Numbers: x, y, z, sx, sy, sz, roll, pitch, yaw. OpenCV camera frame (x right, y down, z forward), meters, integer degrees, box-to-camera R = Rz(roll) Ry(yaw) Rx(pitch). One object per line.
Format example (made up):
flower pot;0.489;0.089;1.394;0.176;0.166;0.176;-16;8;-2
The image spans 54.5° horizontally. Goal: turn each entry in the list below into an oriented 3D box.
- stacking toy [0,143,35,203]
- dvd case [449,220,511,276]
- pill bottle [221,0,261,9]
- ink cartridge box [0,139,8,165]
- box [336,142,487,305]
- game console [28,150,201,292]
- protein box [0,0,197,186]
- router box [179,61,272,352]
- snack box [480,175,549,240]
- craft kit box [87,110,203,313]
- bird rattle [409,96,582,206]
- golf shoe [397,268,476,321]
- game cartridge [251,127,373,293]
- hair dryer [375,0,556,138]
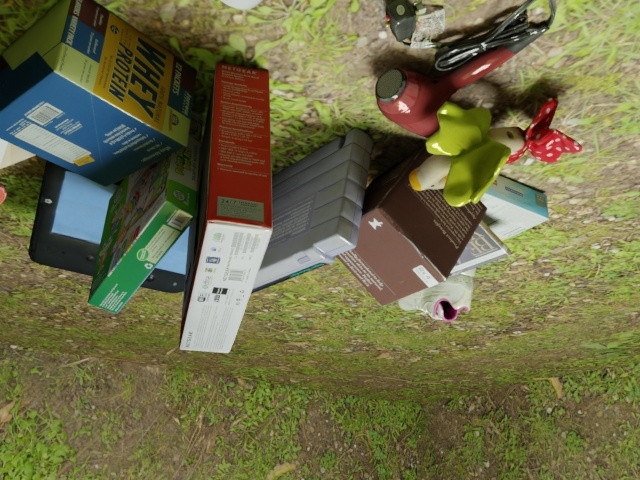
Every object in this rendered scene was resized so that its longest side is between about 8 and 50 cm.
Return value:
stacking toy;-0.668;-0.176;1.053;0.280;0.130;0.309;-34;149;11
dvd case;0.238;-0.024;1.212;0.221;0.018;0.165;43;143;-14
pill bottle;-0.031;-0.323;0.596;0.124;0.124;0.222;20;149;-35
ink cartridge box;-0.663;-0.116;0.929;0.308;0.091;0.385;4;139;-40
box;0.149;-0.028;1.087;0.168;0.203;0.167;47;142;-9
game console;-0.356;-0.044;1.191;0.342;0.060;0.386;12;135;-24
protein box;-0.321;-0.199;0.876;0.200;0.135;0.201;-18;149;36
router box;-0.148;-0.039;0.943;0.082;0.301;0.335;7;141;-15
snack box;0.284;-0.035;1.295;0.187;0.060;0.322;17;151;-26
craft kit box;-0.272;-0.053;0.976;0.061;0.246;0.250;28;124;-27
bird rattle;0.246;-0.140;0.942;0.254;0.143;0.207;-23;176;-36
golf shoe;0.290;0.153;1.625;0.115;0.140;0.306;9;156;-20
game cartridge;-0.057;-0.035;1.113;0.068;0.230;0.355;28;146;-33
hair dryer;0.189;-0.218;0.871;0.224;0.080;0.293;0;158;0
